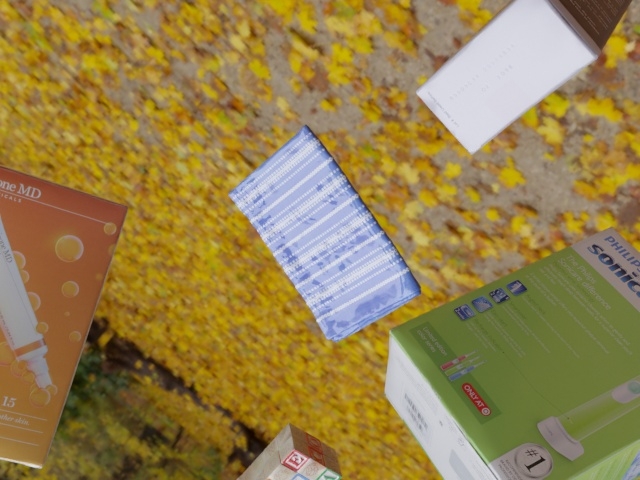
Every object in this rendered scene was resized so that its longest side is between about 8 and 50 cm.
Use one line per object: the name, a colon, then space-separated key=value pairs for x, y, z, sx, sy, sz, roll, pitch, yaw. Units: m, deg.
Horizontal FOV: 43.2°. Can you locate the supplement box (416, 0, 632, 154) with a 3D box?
supplement box: x=0.186 y=-0.178 z=0.686 sx=0.073 sy=0.239 sz=0.130 roll=47 pitch=132 yaw=-4

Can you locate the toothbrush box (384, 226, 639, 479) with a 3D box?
toothbrush box: x=0.235 y=0.137 z=0.791 sx=0.206 sy=0.283 sz=0.122 roll=53 pitch=158 yaw=36

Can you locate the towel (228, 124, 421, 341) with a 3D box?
towel: x=0.000 y=0.000 z=1.378 sx=0.243 sy=0.040 sz=0.336 roll=-34 pitch=91 yaw=44

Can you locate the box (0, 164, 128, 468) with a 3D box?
box: x=-0.410 y=0.084 z=1.044 sx=0.215 sy=0.345 sz=0.168 roll=18 pitch=177 yaw=-20

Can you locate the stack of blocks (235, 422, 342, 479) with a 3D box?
stack of blocks: x=-0.088 y=0.541 z=1.674 sx=0.171 sy=0.297 sz=0.087 roll=35 pitch=-166 yaw=-23
